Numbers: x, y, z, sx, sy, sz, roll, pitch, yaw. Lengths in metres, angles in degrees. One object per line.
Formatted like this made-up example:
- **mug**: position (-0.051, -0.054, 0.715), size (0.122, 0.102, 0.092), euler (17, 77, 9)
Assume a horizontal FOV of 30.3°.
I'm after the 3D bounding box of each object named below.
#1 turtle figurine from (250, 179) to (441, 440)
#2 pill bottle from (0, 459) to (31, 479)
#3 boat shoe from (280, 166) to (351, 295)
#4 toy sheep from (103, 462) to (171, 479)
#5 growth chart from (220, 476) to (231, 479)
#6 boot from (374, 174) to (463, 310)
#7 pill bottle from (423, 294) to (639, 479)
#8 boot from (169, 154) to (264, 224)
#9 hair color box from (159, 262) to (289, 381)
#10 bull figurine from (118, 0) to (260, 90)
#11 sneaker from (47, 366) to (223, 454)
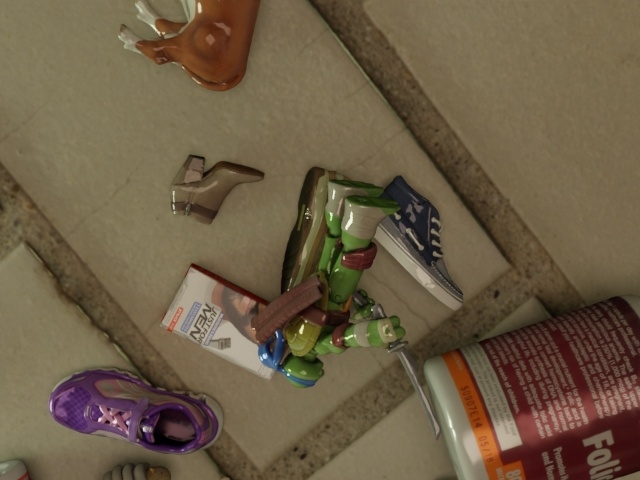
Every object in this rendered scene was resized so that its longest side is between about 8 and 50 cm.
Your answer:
- **turtle figurine**: position (0.067, 0.071, 1.505), size (0.275, 0.198, 0.266), euler (15, 106, 17)
- **pill bottle**: position (-0.417, 0.402, 1.585), size (0.108, 0.108, 0.193), euler (-19, 97, 0)
- **boat shoe**: position (0.000, 0.000, 1.585), size (0.072, 0.068, 0.189), euler (13, 97, -20)
- **toy sheep**: position (-0.262, 0.344, 1.596), size (0.132, 0.091, 0.091), euler (-30, 97, 1)
- **growth chart**: position (-0.063, 0.439, 1.584), size (0.172, 0.021, 0.237), euler (10, 54, -7)
- **boot**: position (0.142, 0.004, 1.585), size (0.190, 0.069, 0.086), euler (44, 96, -5)
- **pill bottle**: position (0.352, 0.202, 1.540), size (0.392, 0.224, 0.224), euler (-18, 97, 0)
- **boot**: position (-0.142, -0.064, 1.584), size (0.119, 0.042, 0.086), euler (13, 102, -3)
- **hair color box**: position (-0.121, 0.110, 1.595), size (0.167, 0.053, 0.093), euler (27, 94, -6)
- **bull figurine**: position (-0.137, -0.354, 1.520), size (0.189, 0.101, 0.310), euler (14, 93, 0)
- **sneaker**: position (-0.248, 0.234, 1.577), size (0.237, 0.104, 0.095), euler (11, 97, -3)
